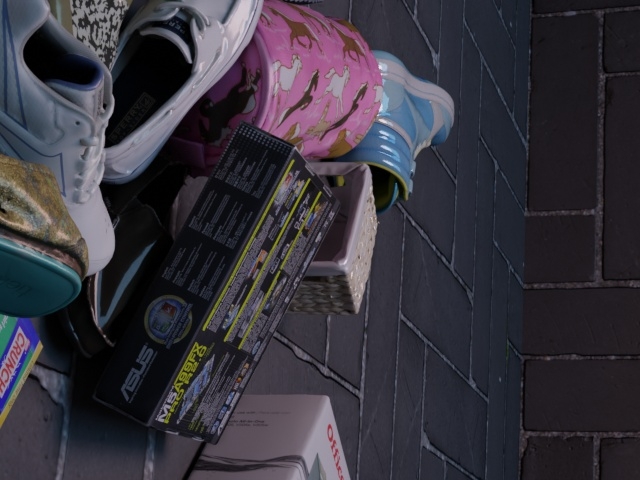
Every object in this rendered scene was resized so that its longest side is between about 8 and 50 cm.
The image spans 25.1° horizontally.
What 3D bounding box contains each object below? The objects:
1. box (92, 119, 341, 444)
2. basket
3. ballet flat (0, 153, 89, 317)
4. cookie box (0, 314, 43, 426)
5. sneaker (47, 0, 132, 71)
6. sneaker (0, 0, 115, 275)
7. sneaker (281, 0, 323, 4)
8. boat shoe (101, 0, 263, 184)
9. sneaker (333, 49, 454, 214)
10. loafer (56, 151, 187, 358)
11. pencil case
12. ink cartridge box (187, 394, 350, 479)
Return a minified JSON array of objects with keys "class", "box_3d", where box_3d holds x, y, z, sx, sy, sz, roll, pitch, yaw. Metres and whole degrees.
[{"class":"box","box_3d":[-0.085,0.047,1.305,0.270,0.060,0.216,-63,164,-5]},{"class":"basket","box_3d":[0.000,0.000,1.694,0.103,0.113,0.167,75,22,-45]},{"class":"ballet flat","box_3d":[-0.271,-0.043,0.887,0.348,0.123,0.123,31,58,-58]},{"class":"cookie box","box_3d":[-0.251,0.070,1.041,0.092,0.040,0.107,-72,154,-48]},{"class":"sneaker","box_3d":[-0.140,-0.300,1.189,0.158,0.182,0.410,58,36,-57]},{"class":"sneaker","box_3d":[-0.207,-0.075,1.052,0.297,0.129,0.111,69,24,-47]},{"class":"sneaker","box_3d":[-0.072,-0.312,1.506,0.319,0.112,0.131,-17,107,-72]},{"class":"boat shoe","box_3d":[-0.122,-0.164,1.230,0.258,0.095,0.084,-63,180,-14]},{"class":"sneaker","box_3d":[0.096,-0.124,1.979,0.319,0.127,0.208,20,67,-60]},{"class":"loafer","box_3d":[-0.168,0.000,1.236,0.080,0.078,0.220,64,30,-50]},{"class":"pencil case","box_3d":[-0.053,-0.156,1.476,0.160,0.167,0.386,64,20,3]},{"class":"ink cartridge box","box_3d":[-0.060,0.320,1.460,0.289,0.121,0.211,-63,146,-55]}]
